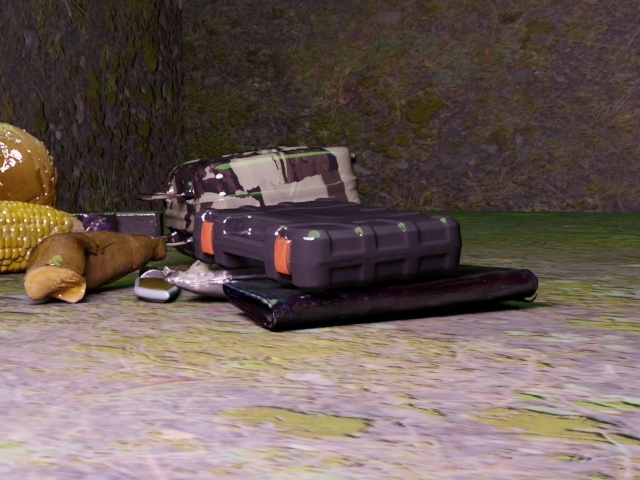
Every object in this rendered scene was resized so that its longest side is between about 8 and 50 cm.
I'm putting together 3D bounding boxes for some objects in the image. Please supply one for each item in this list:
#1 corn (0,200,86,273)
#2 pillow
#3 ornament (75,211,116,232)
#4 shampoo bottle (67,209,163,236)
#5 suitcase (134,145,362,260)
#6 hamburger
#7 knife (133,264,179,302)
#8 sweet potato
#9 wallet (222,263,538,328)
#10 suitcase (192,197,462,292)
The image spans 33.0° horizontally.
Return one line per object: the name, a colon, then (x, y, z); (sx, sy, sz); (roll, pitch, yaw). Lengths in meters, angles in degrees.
corn: (-0.542, -0.006, 1.734); (0.347, 0.130, 0.130); (-3, 4, -42)
pillow: (-0.100, 0.040, 1.399); (0.169, 0.059, 0.255); (1, 6, 8)
ornament: (-0.419, -0.010, 2.061); (0.088, 0.081, 0.203); (-3, 4, -15)
shampoo bottle: (-0.450, -0.021, 2.239); (0.246, 0.079, 0.080); (-2, 3, -3)
suitcase: (-0.129, -0.047, 1.745); (0.339, 0.194, 0.351); (-10, 5, -19)
hamburger: (-0.621, -0.085, 1.963); (0.285, 0.265, 0.134); (-9, 32, -21)
knife: (-0.221, 0.054, 1.471); (0.061, 0.027, 0.343); (2, 3, -8)
sweet potato: (-0.300, 0.033, 1.436); (0.112, 0.085, 0.286); (17, 8, 21)
wallet: (0.061, 0.057, 1.190); (0.318, 0.045, 0.172); (-4, 6, -24)
suitcase: (0.000, -0.001, 1.215); (0.206, 0.066, 0.285); (-6, 9, -31)
